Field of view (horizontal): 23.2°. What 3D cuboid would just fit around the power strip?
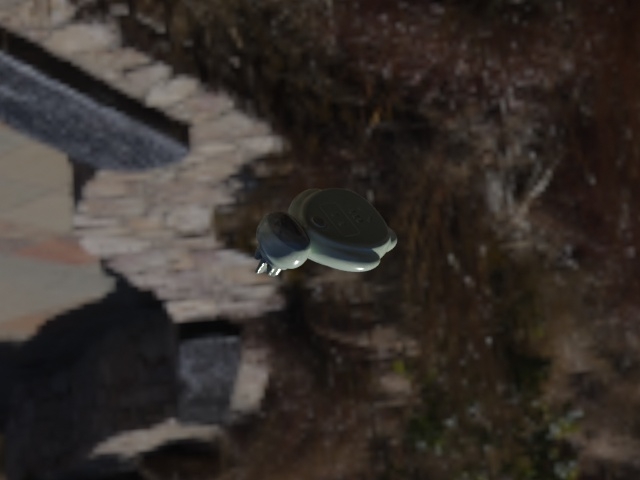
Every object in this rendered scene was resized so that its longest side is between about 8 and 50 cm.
[{"bbox_3d":[0.000,0.000,0.783,0.083,0.055,0.035,-11,144,-45],"label":"power strip"}]
